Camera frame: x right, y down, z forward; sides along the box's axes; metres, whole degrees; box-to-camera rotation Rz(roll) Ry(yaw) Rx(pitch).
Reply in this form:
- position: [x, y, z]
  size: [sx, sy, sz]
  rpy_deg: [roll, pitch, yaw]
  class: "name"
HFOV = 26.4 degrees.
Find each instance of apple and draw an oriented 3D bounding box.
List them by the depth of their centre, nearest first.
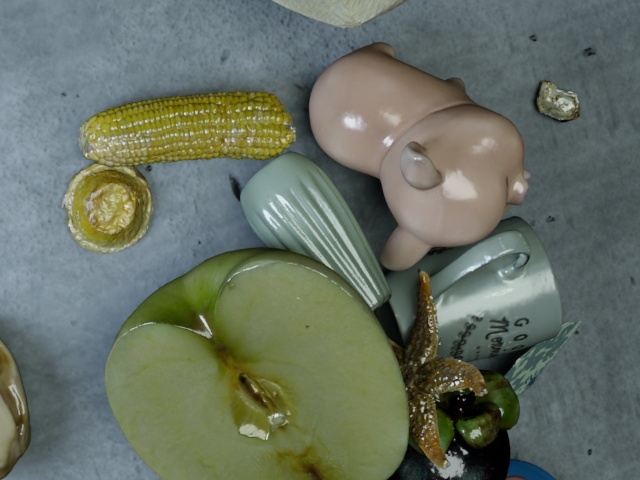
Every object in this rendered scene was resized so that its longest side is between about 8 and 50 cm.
- position: [-0.077, 0.196, 1.796]
  size: [0.311, 0.320, 0.360]
  rpy_deg: [-45, 114, -25]
  class: "apple"

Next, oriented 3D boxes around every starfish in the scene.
- position: [0.149, 0.174, 1.810]
  size: [0.050, 0.247, 0.138]
  rpy_deg: [12, 131, -47]
  class: "starfish"

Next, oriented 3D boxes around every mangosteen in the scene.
- position: [0.170, 0.283, 1.929]
  size: [0.243, 0.243, 0.243]
  rpy_deg: [-2, 95, -20]
  class: "mangosteen"

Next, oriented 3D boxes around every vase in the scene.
- position: [0.000, 0.000, 1.873]
  size: [0.128, 0.128, 0.248]
  rpy_deg: [-37, 85, -13]
  class: "vase"

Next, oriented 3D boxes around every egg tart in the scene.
- position: [-0.282, -0.045, 1.837]
  size: [0.128, 0.049, 0.129]
  rpy_deg: [-2, 97, -21]
  class: "egg tart"

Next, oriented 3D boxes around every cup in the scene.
- position: [0.205, 0.069, 1.924]
  size: [0.234, 0.258, 0.186]
  rpy_deg: [-17, 65, -12]
  class: "cup"

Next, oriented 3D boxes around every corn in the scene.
- position: [-0.179, -0.147, 1.841]
  size: [0.291, 0.101, 0.101]
  rpy_deg: [-8, 97, -16]
  class: "corn"

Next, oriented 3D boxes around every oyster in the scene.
- position: [0.361, -0.207, 2.073]
  size: [0.083, 0.019, 0.054]
  rpy_deg: [23, 85, -18]
  class: "oyster"

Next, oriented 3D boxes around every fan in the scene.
- position: [0.304, 0.201, 2.048]
  size: [0.240, 0.131, 0.009]
  rpy_deg: [-46, 64, 2]
  class: "fan"

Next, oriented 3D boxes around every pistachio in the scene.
- position: [-0.456, 0.198, 1.750]
  size: [0.153, 0.138, 0.238]
  rpy_deg: [-15, 101, 17]
  class: "pistachio"

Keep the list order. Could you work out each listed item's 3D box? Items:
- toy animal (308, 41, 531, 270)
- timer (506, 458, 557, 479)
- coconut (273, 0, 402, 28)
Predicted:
- position: [0.129, -0.128, 1.852]
  size: [0.326, 0.237, 0.269]
  rpy_deg: [21, 52, 7]
  class: "toy animal"
- position: [0.283, 0.505, 1.976]
  size: [0.309, 0.115, 0.340]
  rpy_deg: [-42, 64, -12]
  class: "timer"
- position: [0.026, -0.446, 1.764]
  size: [0.346, 0.360, 0.346]
  rpy_deg: [14, 50, -17]
  class: "coconut"
